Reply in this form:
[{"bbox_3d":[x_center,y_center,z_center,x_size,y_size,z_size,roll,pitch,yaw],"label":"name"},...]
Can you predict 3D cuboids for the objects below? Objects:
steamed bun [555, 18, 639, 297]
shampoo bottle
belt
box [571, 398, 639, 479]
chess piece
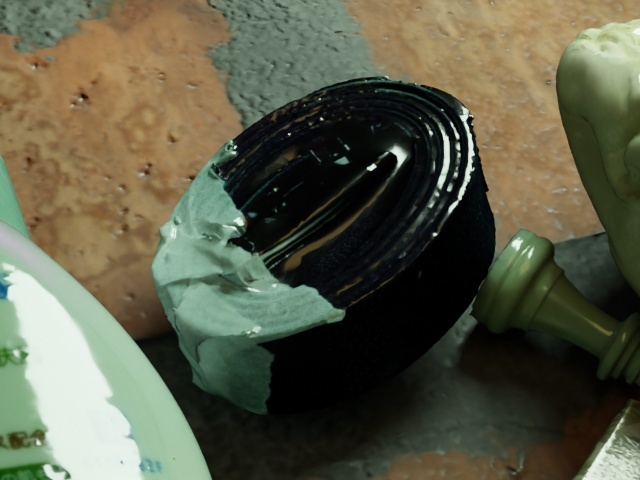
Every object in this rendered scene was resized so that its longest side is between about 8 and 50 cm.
[{"bbox_3d":[0.326,-0.015,0.795,0.394,0.237,0.346,-5,13,17],"label":"steamed bun"},{"bbox_3d":[-0.179,0.072,0.693,0.222,0.151,0.349,-13,50,-17],"label":"shampoo bottle"},{"bbox_3d":[0.000,0.000,0.809,0.151,0.078,0.198,23,58,34],"label":"belt"},{"bbox_3d":[0.139,0.130,0.748,0.045,0.062,0.098,29,48,16],"label":"box"},{"bbox_3d":[0.155,0.055,0.830,0.149,0.059,0.059,33,51,14],"label":"chess piece"}]
